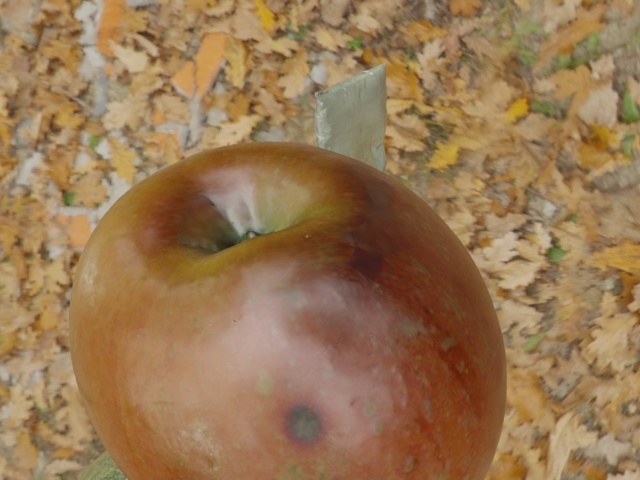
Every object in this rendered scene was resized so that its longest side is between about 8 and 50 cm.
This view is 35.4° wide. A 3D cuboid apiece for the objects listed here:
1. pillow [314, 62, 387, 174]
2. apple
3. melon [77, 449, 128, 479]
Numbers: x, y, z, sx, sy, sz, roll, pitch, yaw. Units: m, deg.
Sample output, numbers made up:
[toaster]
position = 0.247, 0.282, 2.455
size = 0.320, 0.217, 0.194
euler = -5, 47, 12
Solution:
[pillow]
position = 0.041, -0.104, 1.285
size = 0.050, 0.148, 0.230
euler = 16, 124, 31
[apple]
position = -0.020, 0.059, 0.571
size = 0.253, 0.253, 0.254
euler = -1, 88, 20
[melon]
position = -0.061, 0.251, 0.848
size = 0.329, 0.248, 0.249
euler = -9, 85, 0
